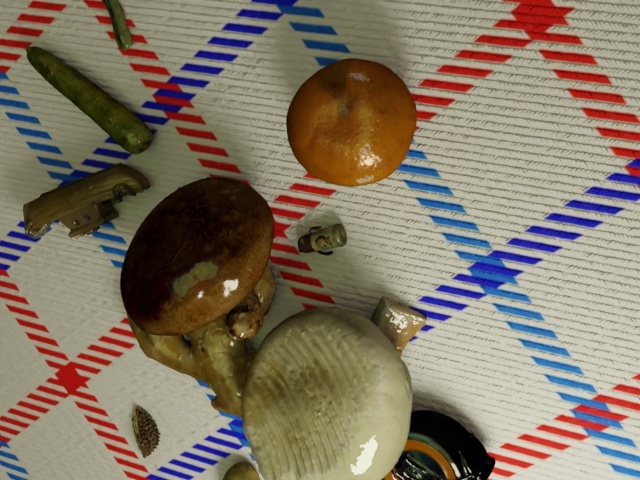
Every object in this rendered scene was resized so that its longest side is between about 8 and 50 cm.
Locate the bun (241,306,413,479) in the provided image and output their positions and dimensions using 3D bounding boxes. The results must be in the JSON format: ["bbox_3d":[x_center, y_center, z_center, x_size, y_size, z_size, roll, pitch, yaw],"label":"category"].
[{"bbox_3d":[0.026,0.309,1.413,0.365,0.219,0.366,-9,74,33],"label":"bun"}]

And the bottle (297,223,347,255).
[{"bbox_3d":[0.000,0.002,1.473,0.101,0.047,0.063,-15,88,24],"label":"bottle"}]

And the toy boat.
[{"bbox_3d":[-0.514,-0.076,1.618,0.321,0.089,0.122,-17,102,21],"label":"toy boat"}]

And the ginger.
[{"bbox_3d":[-0.238,0.245,1.578,0.362,0.122,0.348,-10,90,11],"label":"ginger"}]

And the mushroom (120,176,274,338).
[{"bbox_3d":[-0.243,0.024,1.439,0.345,0.345,0.239,12,146,17],"label":"mushroom"}]

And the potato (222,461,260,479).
[{"bbox_3d":[-0.176,0.567,1.655,0.091,0.070,0.138,2,103,20],"label":"potato"}]

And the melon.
[{"bbox_3d":[0.130,0.207,1.483,0.098,0.054,0.182,26,111,-4],"label":"melon"}]

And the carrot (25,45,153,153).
[{"bbox_3d":[-0.500,-0.310,1.569,0.358,0.074,0.074,40,112,10],"label":"carrot"}]

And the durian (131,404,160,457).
[{"bbox_3d":[-0.412,0.453,1.739,0.066,0.052,0.131,6,105,58],"label":"durian"}]

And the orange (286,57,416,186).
[{"bbox_3d":[0.058,-0.212,1.335,0.240,0.171,0.240,2,95,19],"label":"orange"}]

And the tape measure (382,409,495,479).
[{"bbox_3d":[0.219,0.446,1.451,0.222,0.135,0.202,30,119,17],"label":"tape measure"}]

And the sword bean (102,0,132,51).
[{"bbox_3d":[-0.451,-0.521,1.518,0.043,0.038,0.269,-22,96,17],"label":"sword bean"}]
